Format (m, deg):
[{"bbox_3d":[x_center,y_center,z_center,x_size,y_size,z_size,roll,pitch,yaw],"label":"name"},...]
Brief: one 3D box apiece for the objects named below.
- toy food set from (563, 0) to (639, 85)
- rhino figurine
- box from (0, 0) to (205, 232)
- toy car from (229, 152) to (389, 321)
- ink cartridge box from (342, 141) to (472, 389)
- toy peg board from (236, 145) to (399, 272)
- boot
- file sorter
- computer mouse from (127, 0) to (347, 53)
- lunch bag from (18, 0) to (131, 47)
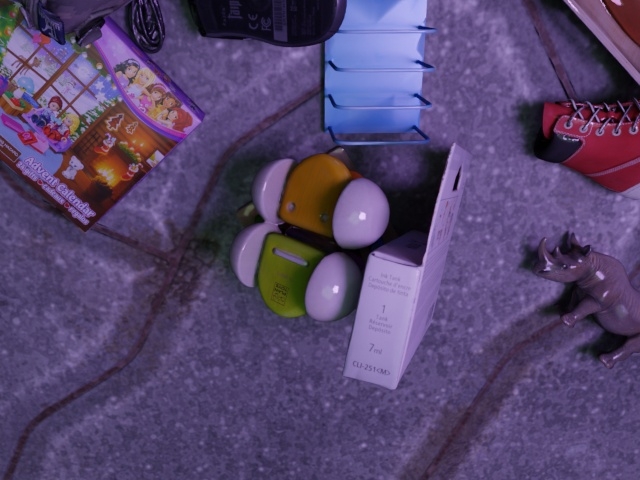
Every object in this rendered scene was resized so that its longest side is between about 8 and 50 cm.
[{"bbox_3d":[0.408,-0.342,0.677,0.220,0.092,0.306,38,104,-16],"label":"toy food set"},{"bbox_3d":[0.373,0.075,0.848,0.106,0.073,0.243,-42,107,16],"label":"rhino figurine"},{"bbox_3d":[-0.307,-0.178,0.706,0.201,0.057,0.293,-41,108,11],"label":"box"},{"bbox_3d":[0.000,0.000,0.695,0.159,0.136,0.181,20,93,32],"label":"toy car"},{"bbox_3d":[0.107,0.010,0.699,0.060,0.275,0.238,13,99,15],"label":"ink cartridge box"},{"bbox_3d":[0.003,-0.004,0.786,0.161,0.079,0.161,-31,111,8],"label":"toy peg board"},{"bbox_3d":[0.357,-0.141,0.698,0.176,0.088,0.244,21,152,-10],"label":"boot"},{"bbox_3d":[0.066,-0.197,0.702,0.118,0.104,0.170,-1,112,-3],"label":"file sorter"},{"bbox_3d":[-0.093,-0.297,0.652,0.262,0.060,0.183,5,116,21],"label":"computer mouse"},{"bbox_3d":[-0.236,-0.360,0.536,0.256,0.213,0.305,-27,97,42],"label":"lunch bag"}]
